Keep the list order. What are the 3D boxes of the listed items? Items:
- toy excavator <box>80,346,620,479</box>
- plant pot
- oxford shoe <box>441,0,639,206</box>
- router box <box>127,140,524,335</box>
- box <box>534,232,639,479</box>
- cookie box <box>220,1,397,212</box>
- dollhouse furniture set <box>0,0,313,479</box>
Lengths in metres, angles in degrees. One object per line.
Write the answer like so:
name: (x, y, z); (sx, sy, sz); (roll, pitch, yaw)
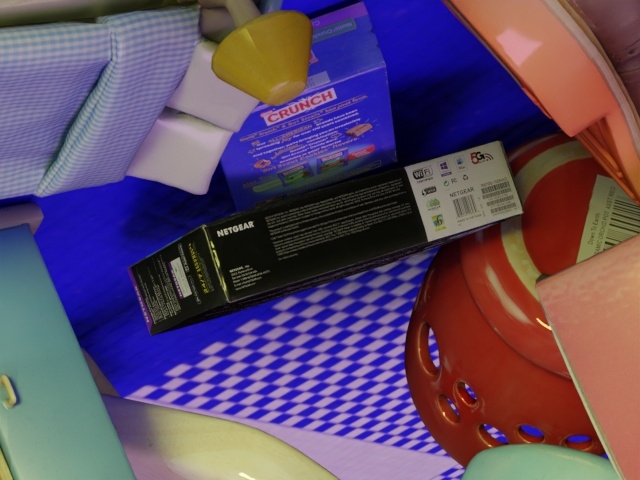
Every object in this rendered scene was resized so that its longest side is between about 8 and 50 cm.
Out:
toy excavator: (0.067, 0.199, 1.003); (0.445, 0.222, 0.433); (44, 148, -21)
plant pot: (0.153, 0.039, 1.054); (0.191, 0.191, 0.174); (-15, 150, -13)
oxford shoe: (0.162, -0.104, 0.843); (0.133, 0.130, 0.364); (-43, 159, 9)
router box: (0.000, 0.000, 0.946); (0.179, 0.046, 0.133); (-16, 176, -25)
box: (0.242, 0.028, 0.842); (0.232, 0.127, 0.148); (-27, 171, 15)
cookie box: (-0.011, -0.064, 0.878); (0.092, 0.040, 0.107); (-19, 157, -3)
dollhouse furniture set: (-0.155, 0.029, 0.728); (0.286, 0.198, 0.303); (-13, 156, -34)
